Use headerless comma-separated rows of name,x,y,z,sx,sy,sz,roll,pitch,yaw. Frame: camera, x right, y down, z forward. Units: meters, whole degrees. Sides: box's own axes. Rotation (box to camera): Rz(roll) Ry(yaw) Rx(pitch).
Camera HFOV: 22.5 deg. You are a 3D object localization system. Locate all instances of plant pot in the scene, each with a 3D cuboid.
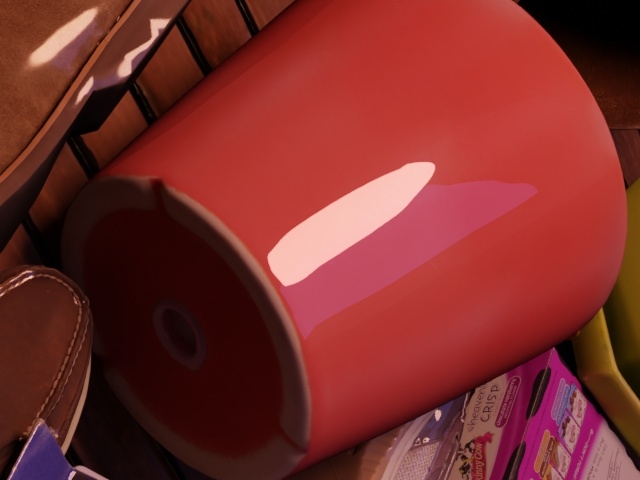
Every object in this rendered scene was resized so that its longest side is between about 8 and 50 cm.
plant pot,0.257,-0.249,1.354,0.215,0.215,0.230,43,40,-41
plant pot,0.329,0.066,1.353,0.227,0.207,0.228,50,24,-38
plant pot,0.000,0.000,0.946,0.243,0.275,0.275,-34,113,-38

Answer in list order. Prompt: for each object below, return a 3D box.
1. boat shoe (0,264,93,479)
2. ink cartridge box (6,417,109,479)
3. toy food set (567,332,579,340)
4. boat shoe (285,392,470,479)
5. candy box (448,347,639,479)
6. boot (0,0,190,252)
boat shoe,-0.180,0.106,0.786,0.095,0.095,0.257,29,55,-4
ink cartridge box,-0.143,0.238,0.810,0.224,0.045,0.223,80,28,-53
toy food set,0.127,-0.027,1.211,0.232,0.111,0.105,45,53,-37
boat shoe,0.044,0.147,1.100,0.092,0.102,0.285,55,50,-40
candy box,0.188,0.217,1.297,0.233,0.071,0.159,51,48,-35
boot,-0.190,-0.058,0.842,0.115,0.112,0.305,36,58,-8
